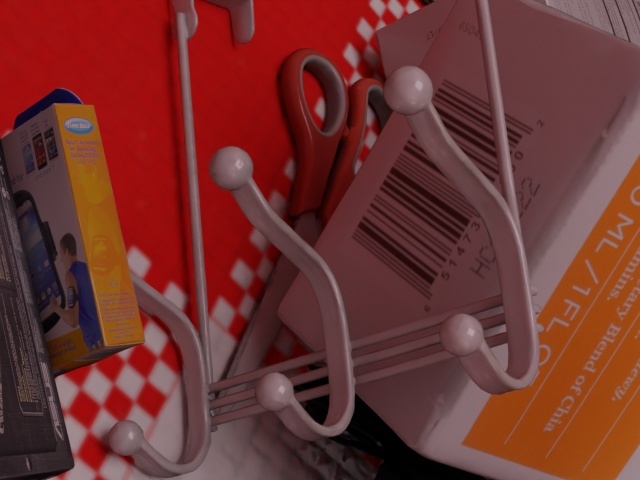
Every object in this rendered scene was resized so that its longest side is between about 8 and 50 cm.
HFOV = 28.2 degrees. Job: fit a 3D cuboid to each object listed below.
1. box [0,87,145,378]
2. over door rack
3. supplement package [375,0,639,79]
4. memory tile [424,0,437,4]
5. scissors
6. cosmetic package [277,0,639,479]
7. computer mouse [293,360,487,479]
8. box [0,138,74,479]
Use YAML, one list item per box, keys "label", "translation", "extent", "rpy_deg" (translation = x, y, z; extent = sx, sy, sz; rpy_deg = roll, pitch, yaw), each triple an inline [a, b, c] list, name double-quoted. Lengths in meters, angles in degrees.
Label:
- label: "box"
  translation: [-0.133, -0.005, 0.626]
  extent: [0.028, 0.081, 0.136]
  rpy_deg: [-6, 77, -47]
- label: "over door rack"
  translation: [-0.012, -0.059, 0.661]
  extent: [0.108, 0.239, 0.324]
  rpy_deg: [28, 54, -40]
- label: "supplement package"
  translation: [0.177, -0.104, 0.943]
  extent: [0.244, 0.139, 0.134]
  rpy_deg: [0, 74, -51]
- label: "memory tile"
  translation: [0.122, -0.203, 1.036]
  extent: [0.148, 0.012, 0.113]
  rpy_deg: [-3, 75, -47]
- label: "scissors"
  translation: [0.000, 0.000, 0.810]
  extent: [0.109, 0.021, 0.297]
  rpy_deg: [35, 49, -34]
- label: "cosmetic package"
  translation: [0.224, 0.050, 0.791]
  extent: [0.453, 0.161, 0.230]
  rpy_deg: [23, 101, -39]
- label: "computer mouse"
  translation: [0.081, 0.166, 0.679]
  extent: [0.188, 0.072, 0.272]
  rpy_deg: [40, 15, -22]
- label: "box"
  translation: [-0.174, -0.006, 0.527]
  extent: [0.183, 0.056, 0.231]
  rpy_deg: [61, 13, -82]
